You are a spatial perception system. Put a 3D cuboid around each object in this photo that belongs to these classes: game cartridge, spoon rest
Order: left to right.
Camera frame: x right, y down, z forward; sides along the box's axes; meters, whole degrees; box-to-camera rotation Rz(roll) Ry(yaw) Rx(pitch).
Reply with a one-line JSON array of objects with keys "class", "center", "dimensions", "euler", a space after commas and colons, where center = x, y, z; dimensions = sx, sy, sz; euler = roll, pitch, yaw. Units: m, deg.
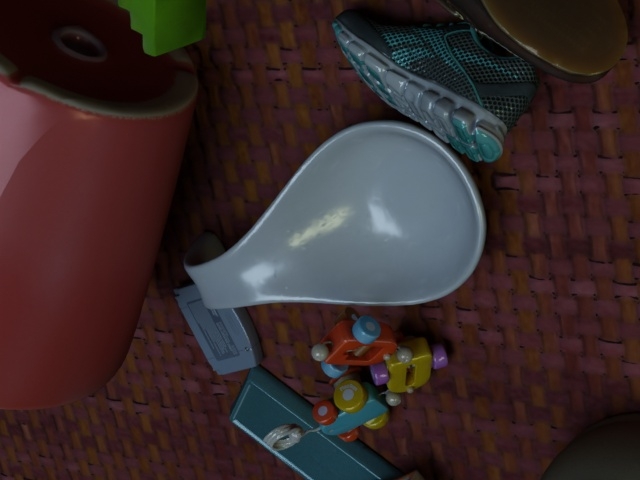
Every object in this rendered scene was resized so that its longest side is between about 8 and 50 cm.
[{"class": "game cartridge", "center": [-0.082, 0.069, 1.208], "dimensions": [0.056, 0.017, 0.083], "euler": [-15, 106, 42]}, {"class": "spoon rest", "center": [0.000, 0.000, 1.070], "dimensions": [0.276, 0.084, 0.137], "euler": [-20, 103, 40]}]

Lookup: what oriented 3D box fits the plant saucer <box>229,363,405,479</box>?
[{"class": "plant saucer", "center": [0.006, 0.181, 1.212], "dimensions": [0.192, 0.018, 0.067], "euler": [36, 130, 12]}]

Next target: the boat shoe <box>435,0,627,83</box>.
[{"class": "boat shoe", "center": [0.104, -0.172, 0.921], "dimensions": [0.207, 0.073, 0.073], "euler": [45, 168, 8]}]

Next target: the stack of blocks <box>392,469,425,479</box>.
[{"class": "stack of blocks", "center": [0.018, 0.321, 1.219], "dimensions": [0.171, 0.087, 0.297], "euler": [49, 133, -8]}]

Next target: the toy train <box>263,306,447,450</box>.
[{"class": "toy train", "center": [0.021, 0.097, 1.103], "dimensions": [0.166, 0.125, 0.046], "euler": [-54, 45, 45]}]

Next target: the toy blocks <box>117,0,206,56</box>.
[{"class": "toy blocks", "center": [-0.163, -0.345, 0.943], "dimensions": [0.261, 0.190, 0.382], "euler": [27, 129, 32]}]

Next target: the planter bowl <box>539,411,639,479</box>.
[{"class": "planter bowl", "center": [0.206, 0.208, 1.004], "dimensions": [0.162, 0.109, 0.162], "euler": [6, 101, 34]}]

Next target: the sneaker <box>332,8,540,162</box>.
[{"class": "sneaker", "center": [0.078, -0.117, 0.973], "dimensions": [0.166, 0.076, 0.065], "euler": [38, 172, 34]}]

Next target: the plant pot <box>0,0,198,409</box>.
[{"class": "plant pot", "center": [-0.223, -0.054, 1.089], "dimensions": [0.275, 0.275, 0.243], "euler": [36, 120, 11]}]
